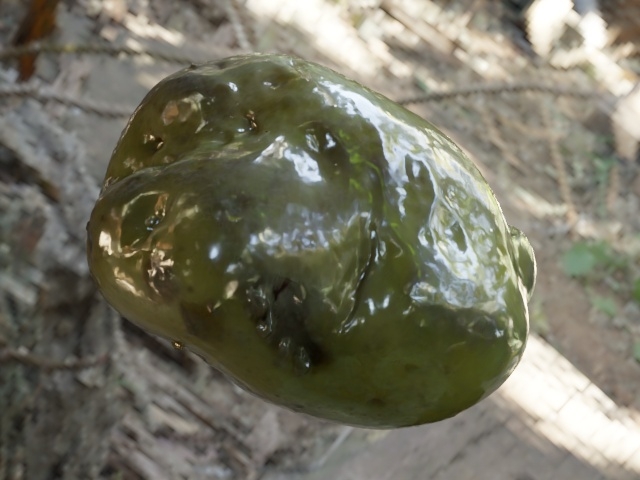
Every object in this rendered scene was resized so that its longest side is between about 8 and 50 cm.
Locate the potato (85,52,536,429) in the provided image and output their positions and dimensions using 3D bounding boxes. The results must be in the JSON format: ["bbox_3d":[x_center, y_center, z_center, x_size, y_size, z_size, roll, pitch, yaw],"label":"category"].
[{"bbox_3d":[-0.002,0.003,0.730,0.200,0.137,0.154,21,63,-13],"label":"potato"}]
